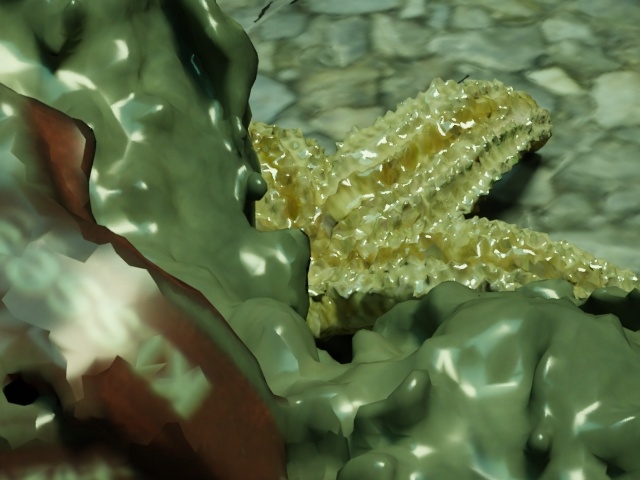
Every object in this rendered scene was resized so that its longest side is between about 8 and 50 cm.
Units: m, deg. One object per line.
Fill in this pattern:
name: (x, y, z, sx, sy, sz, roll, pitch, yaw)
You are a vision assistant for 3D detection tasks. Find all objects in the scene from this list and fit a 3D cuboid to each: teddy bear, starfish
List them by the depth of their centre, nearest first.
teddy bear: (-0.030, 0.061, 0.439, 0.367, 0.224, 0.357, -5, 56, -2)
starfish: (0.001, -0.001, 0.633, 0.238, 0.071, 0.216, 17, 48, 19)
